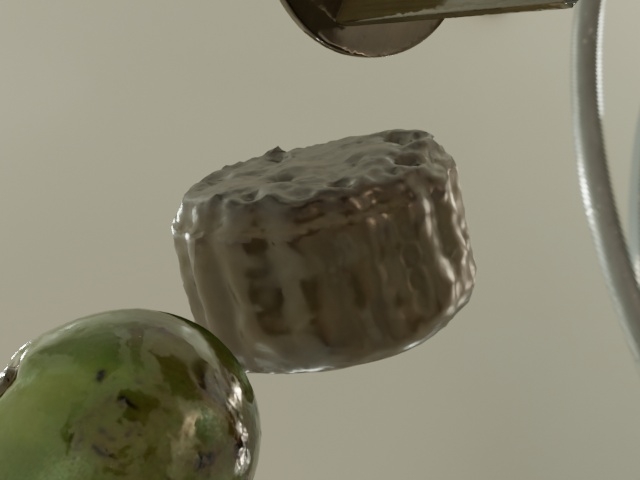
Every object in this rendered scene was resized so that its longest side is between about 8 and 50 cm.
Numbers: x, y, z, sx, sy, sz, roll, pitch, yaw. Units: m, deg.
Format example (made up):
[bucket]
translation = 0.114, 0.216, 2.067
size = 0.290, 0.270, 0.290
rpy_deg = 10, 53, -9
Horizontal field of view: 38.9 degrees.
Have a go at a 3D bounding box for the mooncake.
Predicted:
[mooncake]
translation = 0.002, 0.001, 0.971
size = 0.324, 0.324, 0.187
rpy_deg = -18, -72, -17

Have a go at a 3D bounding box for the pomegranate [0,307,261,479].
[pomegranate]
translation = -0.105, 0.147, 0.586
size = 0.159, 0.190, 0.241
rpy_deg = -43, -114, 8

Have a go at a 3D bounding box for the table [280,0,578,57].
[table]
translation = 0.089, -0.193, 0.534
size = 0.167, 0.227, 0.167
rpy_deg = -6, -78, -30
